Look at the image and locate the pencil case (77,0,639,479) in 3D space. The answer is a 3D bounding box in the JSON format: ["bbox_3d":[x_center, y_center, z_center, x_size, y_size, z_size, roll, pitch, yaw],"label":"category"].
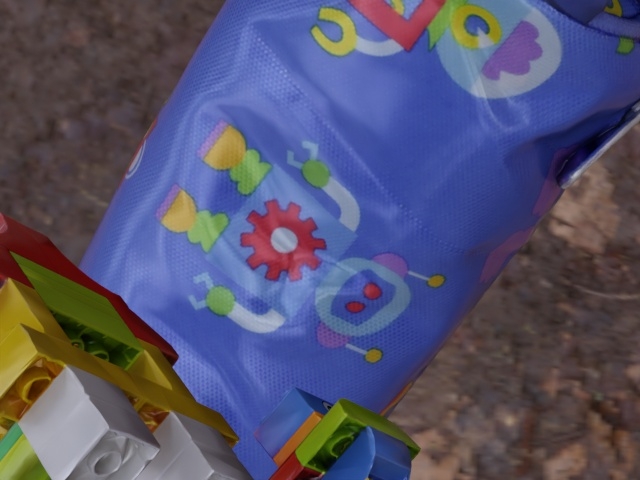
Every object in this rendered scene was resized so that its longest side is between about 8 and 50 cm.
[{"bbox_3d":[0.000,0.000,0.609,0.133,0.119,0.306,36,119,4],"label":"pencil case"}]

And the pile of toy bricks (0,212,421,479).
[{"bbox_3d":[-0.037,0.071,0.448,0.118,0.212,0.105,-49,49,9],"label":"pile of toy bricks"}]
